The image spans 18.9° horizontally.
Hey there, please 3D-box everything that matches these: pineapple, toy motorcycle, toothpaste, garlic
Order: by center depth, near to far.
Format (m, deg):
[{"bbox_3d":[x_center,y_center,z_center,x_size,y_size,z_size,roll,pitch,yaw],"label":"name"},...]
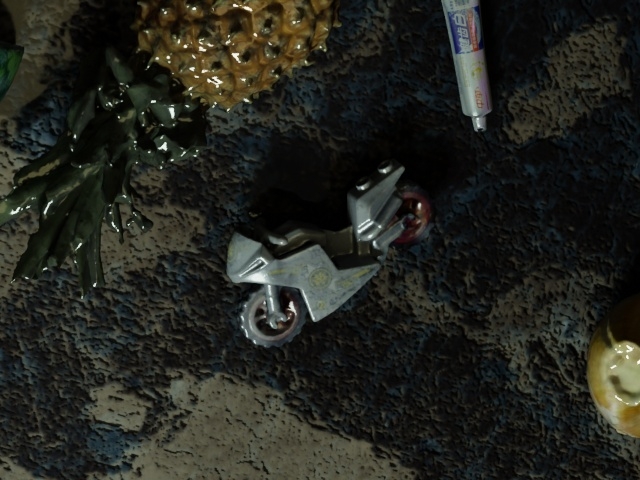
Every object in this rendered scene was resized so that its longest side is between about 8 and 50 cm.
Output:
[{"bbox_3d":[-0.147,-0.118,1.626,0.165,0.165,0.364,40,99,-25],"label":"pineapple"},{"bbox_3d":[0.133,-0.179,1.747,0.045,0.028,0.170,-12,112,-3],"label":"toothpaste"},{"bbox_3d":[0.000,0.000,1.759,0.215,0.080,0.122,-37,118,-4],"label":"toy motorcycle"},{"bbox_3d":[0.364,0.123,1.856,0.245,0.164,0.145,1,94,-21],"label":"garlic"}]

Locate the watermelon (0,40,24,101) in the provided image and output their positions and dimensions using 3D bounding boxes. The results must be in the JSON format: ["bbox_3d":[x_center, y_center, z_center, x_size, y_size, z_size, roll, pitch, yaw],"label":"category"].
[{"bbox_3d":[-0.380,-0.125,1.564,0.262,0.213,0.201,-37,99,-4],"label":"watermelon"}]
